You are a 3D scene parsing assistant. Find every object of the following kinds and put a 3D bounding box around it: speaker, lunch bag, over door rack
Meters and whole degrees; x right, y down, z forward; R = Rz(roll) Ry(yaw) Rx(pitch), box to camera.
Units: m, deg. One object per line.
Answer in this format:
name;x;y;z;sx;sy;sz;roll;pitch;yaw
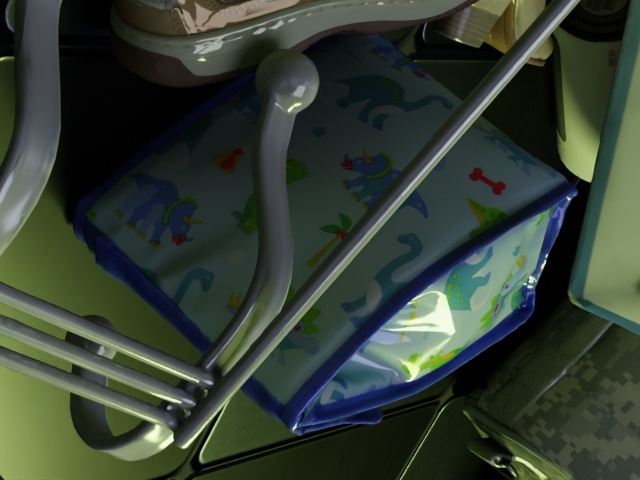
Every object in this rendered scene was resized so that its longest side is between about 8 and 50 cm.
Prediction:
speaker;0.145;-0.084;0.839;0.055;0.055;0.136;-43;153;-13
lunch bag;0.259;0.090;1.070;0.305;0.212;0.256;-45;125;-8
over door rack;-0.027;-0.086;0.434;0.324;0.108;0.239;-39;142;18
lunch bag;0.000;0.000;0.644;0.151;0.129;0.096;-29;146;-37

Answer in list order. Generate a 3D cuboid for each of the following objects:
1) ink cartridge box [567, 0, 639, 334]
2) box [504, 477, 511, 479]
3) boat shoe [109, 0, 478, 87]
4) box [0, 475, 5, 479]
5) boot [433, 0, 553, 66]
ink cartridge box;0.294;-0.144;0.827;0.395;0.151;0.270;-45;154;-35
box;0.193;0.223;1.214;0.186;0.145;0.038;-38;154;-24
boat shoe;0.010;-0.114;0.588;0.190;0.068;0.072;-28;135;-37
box;-0.169;0.197;0.581;0.233;0.183;0.059;-47;153;-7
boot;0.090;-0.124;0.724;0.118;0.042;0.087;-5;122;-64
